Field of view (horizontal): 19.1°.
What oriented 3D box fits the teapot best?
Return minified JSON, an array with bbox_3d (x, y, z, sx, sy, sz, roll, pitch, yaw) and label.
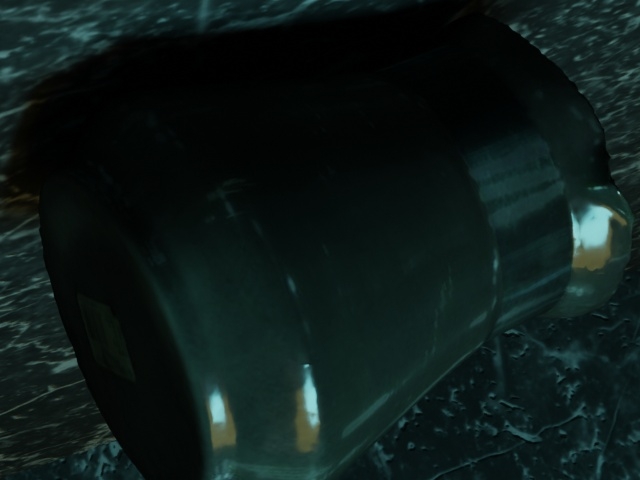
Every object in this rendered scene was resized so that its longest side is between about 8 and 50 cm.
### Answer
[{"bbox_3d":[0.000,0.000,1.358,0.361,0.306,0.376,-22,-164,-24],"label":"teapot"}]
